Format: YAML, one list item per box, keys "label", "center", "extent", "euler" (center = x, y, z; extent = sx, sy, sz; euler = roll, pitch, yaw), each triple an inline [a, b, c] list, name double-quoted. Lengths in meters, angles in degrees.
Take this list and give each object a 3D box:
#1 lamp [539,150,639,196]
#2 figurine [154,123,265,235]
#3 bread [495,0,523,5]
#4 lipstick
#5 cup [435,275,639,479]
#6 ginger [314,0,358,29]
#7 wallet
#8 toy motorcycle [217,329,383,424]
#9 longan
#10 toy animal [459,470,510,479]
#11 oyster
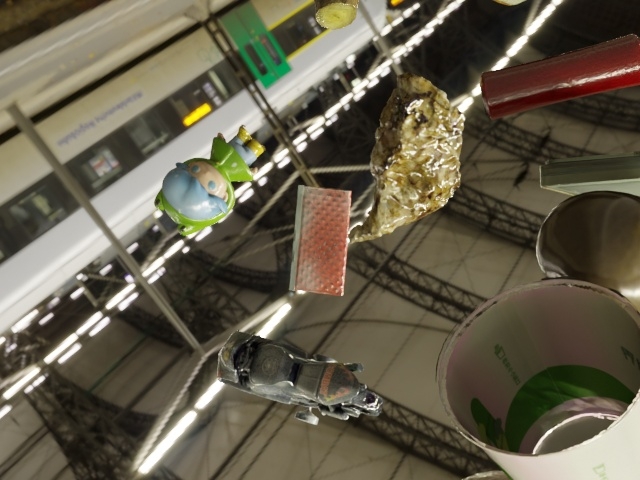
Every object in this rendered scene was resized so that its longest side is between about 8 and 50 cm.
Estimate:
- label: "lamp"
  center: [0.513, -0.091, 1.077]
  extent: [0.269, 0.047, 0.266]
  euler: [0, 174, 43]
- label: "figurine"
  center: [-0.237, -0.134, 1.538]
  extent: [0.263, 0.162, 0.143]
  euler: [-44, 175, -7]
- label: "bread"
  center: [0.437, -0.656, 1.542]
  extent: [0.224, 0.251, 0.278]
  euler: [9, -172, 41]
- label: "lipstick"
  center: [0.369, -0.250, 1.081]
  extent: [0.241, 0.080, 0.080]
  euler: [-12, -159, 16]
- label: "cup"
  center: [0.313, 0.224, 0.883]
  extent: [0.253, 0.274, 0.253]
  euler: [-24, -146, 17]
- label: "ginger"
  center: [0.028, -0.550, 1.419]
  extent: [0.116, 0.109, 0.263]
  euler: [-14, -118, 25]
- label: "wallet"
  center: [0.000, 0.000, 1.288]
  extent: [0.103, 0.197, 0.020]
  euler: [6, -174, 14]
- label: "toy motorcycle"
  center: [-0.053, 0.212, 1.095]
  extent: [0.307, 0.173, 0.108]
  euler: [9, -110, 29]
- label: "longan"
  center: [0.385, 0.017, 0.943]
  extent: [0.189, 0.189, 0.189]
  euler: [-31, -165, 10]
- label: "toy animal"
  center: [0.333, 0.525, 1.246]
  extent: [0.358, 0.188, 0.227]
  euler: [-11, -145, 35]
- label: "oyster"
  center: [0.194, -0.142, 1.473]
  extent: [0.111, 0.204, 0.397]
  euler: [-56, 162, -62]
